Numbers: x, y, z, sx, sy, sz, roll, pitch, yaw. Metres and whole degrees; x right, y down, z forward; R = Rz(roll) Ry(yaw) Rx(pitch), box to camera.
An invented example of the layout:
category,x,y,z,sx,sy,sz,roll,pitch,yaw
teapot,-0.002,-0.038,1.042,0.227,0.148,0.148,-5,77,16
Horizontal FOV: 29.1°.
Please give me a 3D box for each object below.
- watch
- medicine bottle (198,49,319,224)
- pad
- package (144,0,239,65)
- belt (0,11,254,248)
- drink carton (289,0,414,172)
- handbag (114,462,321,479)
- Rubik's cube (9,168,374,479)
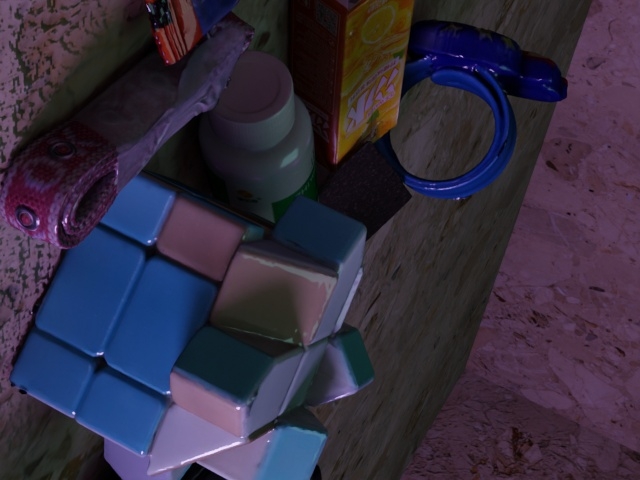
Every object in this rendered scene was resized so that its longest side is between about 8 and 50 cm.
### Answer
category,x,y,z,sx,sy,sz,roll,pitch,yaw
watch,0.160,-0.147,1.448,0.171,0.196,0.200,22,86,-66
medicine bottle,-0.049,-0.058,1.035,0.095,0.095,0.260,-59,165,-20
pad,0.000,0.000,1.326,0.220,0.004,0.330,-43,167,3
package,-0.062,-0.204,0.847,0.200,0.022,0.083,-51,137,-42
belt,-0.124,-0.079,0.819,0.232,0.053,0.071,-52,159,-38
drink carton,0.026,-0.169,1.124,0.096,0.071,0.223,-40,157,-24
handbag,-0.114,0.271,1.193,0.181,0.181,0.254,-44,157,-38
Rubik's cube,-0.081,0.080,0.908,0.265,0.213,0.224,-65,166,3
